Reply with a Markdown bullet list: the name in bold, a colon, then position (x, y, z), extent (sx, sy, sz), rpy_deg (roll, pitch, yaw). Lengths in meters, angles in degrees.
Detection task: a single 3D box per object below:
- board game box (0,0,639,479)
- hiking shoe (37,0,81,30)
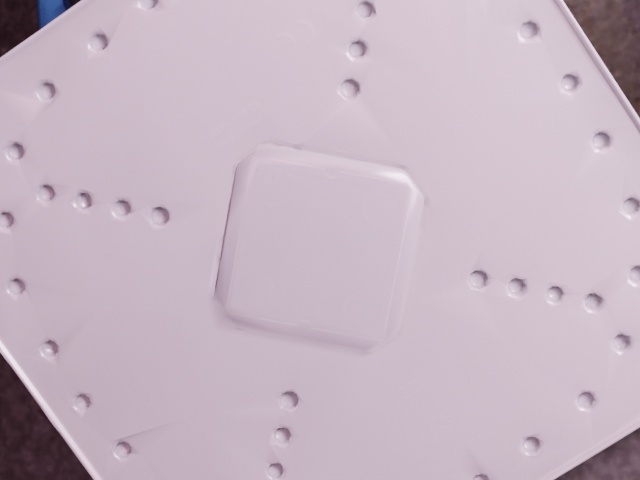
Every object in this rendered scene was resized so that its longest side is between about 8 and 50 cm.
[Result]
- **board game box**: position (0.000, 0.000, 0.956), extent (0.390, 0.050, 0.390), rpy_deg (-33, 98, 9)
- **hiking shoe**: position (-0.114, -0.098, 1.067), extent (0.132, 0.113, 0.304), rpy_deg (-19, 82, 44)
